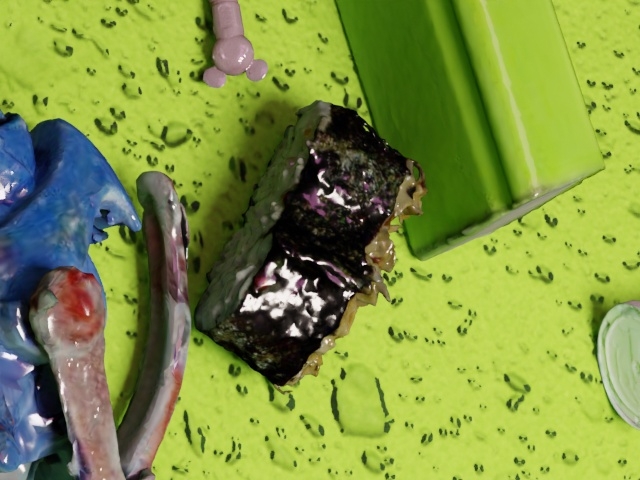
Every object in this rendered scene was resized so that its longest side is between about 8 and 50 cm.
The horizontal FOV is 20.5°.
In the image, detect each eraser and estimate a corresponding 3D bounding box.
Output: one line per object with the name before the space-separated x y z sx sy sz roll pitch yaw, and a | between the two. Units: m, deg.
eraser | 0.106 -0.141 1.364 0.092 0.210 0.274 -14 83 -24

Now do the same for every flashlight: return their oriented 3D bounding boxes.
flashlight | -0.074 -0.174 1.394 0.052 0.031 0.110 -10 78 2

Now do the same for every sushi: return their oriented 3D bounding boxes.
sushi | 0.000 0.000 1.325 0.115 0.147 0.212 31 65 -12

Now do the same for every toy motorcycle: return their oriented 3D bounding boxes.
toy motorcycle | -0.208 0.053 1.242 0.182 0.241 0.319 -2 85 19

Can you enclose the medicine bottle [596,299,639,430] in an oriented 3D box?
medicine bottle | 0.441 0.067 1.514 0.426 0.108 0.108 -11 83 -25
